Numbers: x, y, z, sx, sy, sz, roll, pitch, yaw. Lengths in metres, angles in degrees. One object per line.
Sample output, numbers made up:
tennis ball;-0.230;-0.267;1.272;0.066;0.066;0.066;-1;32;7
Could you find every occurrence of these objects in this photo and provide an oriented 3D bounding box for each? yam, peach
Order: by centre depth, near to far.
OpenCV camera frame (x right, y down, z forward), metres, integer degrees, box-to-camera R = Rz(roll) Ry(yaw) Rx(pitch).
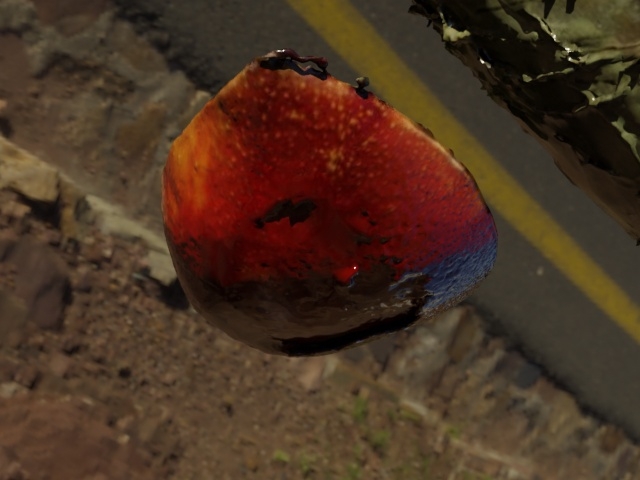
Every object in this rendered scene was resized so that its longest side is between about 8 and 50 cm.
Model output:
yam;0.171;-0.161;0.706;0.348;0.241;0.241;43;62;-9
peach;0.000;0.004;0.708;0.279;0.189;0.068;68;22;-58
